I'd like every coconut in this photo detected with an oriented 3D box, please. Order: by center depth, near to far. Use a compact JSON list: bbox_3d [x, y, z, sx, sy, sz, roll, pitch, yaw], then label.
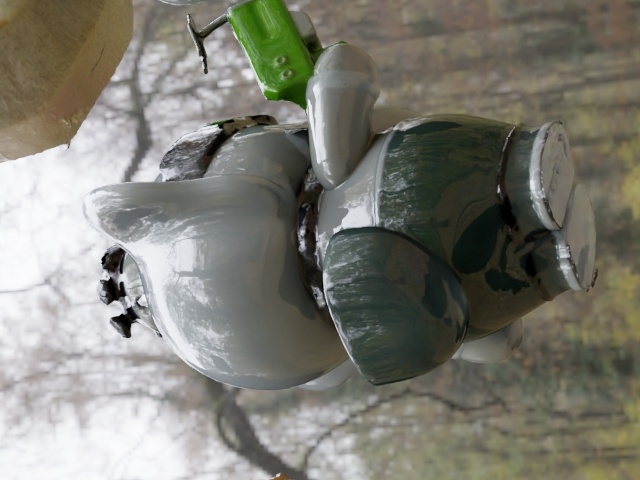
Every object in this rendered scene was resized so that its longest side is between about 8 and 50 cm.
[{"bbox_3d":[-0.251,-0.160,0.996,0.230,0.227,0.227,92,177,-77],"label":"coconut"}]

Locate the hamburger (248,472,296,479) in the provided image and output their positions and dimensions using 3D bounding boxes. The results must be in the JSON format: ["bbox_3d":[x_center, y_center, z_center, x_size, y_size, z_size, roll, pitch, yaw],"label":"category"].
[{"bbox_3d":[-0.055,0.314,0.866,0.250,0.330,0.330,4,-101,-38],"label":"hamburger"}]

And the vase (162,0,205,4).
[{"bbox_3d":[-0.080,-0.209,0.817,0.219,0.096,0.096,167,97,-82],"label":"vase"}]

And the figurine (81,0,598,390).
[{"bbox_3d":[0.000,0.000,0.494,0.147,0.192,0.126,55,-145,-38],"label":"figurine"}]
